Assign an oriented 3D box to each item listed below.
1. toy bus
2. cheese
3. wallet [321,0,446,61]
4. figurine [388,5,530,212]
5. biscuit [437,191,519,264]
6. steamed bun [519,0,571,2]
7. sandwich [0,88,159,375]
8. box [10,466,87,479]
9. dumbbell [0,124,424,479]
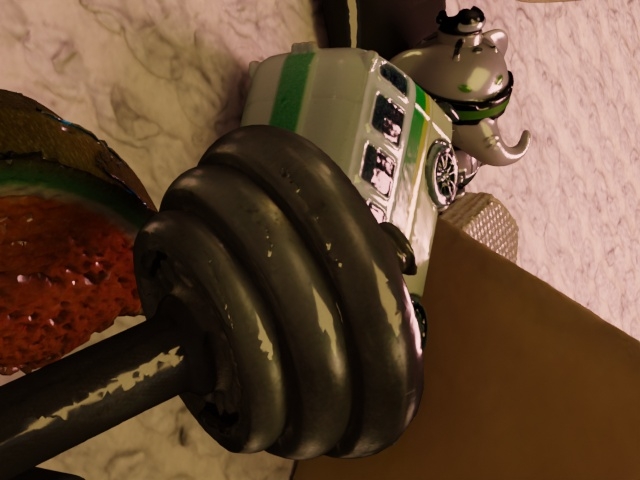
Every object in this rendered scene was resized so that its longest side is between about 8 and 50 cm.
[{"bbox_3d":[0.000,0.000,0.882,0.165,0.134,0.276,39,57,-52],"label":"toy bus"},{"bbox_3d":[0.116,0.131,0.962,0.104,0.384,0.383,38,59,-43],"label":"cheese"},{"bbox_3d":[0.039,-0.336,1.017,0.197,0.051,0.377,-32,118,-52],"label":"wallet"},{"bbox_3d":[0.115,-0.116,1.046,0.147,0.126,0.192,-26,135,-33],"label":"figurine"},{"bbox_3d":[0.142,0.068,1.183,0.150,0.052,0.252,40,57,-50],"label":"biscuit"},{"bbox_3d":[0.300,-0.474,1.131,0.290,0.371,0.455,12,77,-56],"label":"steamed bun"},{"bbox_3d":[-0.162,-0.003,0.645,0.159,0.079,0.235,-48,153,18],"label":"sandwich"},{"bbox_3d":[-0.170,0.231,0.654,0.144,0.090,0.200,-40,123,-51],"label":"box"},{"bbox_3d":[-0.126,0.079,0.528,0.406,0.179,0.179,-25,114,-25],"label":"dumbbell"}]
